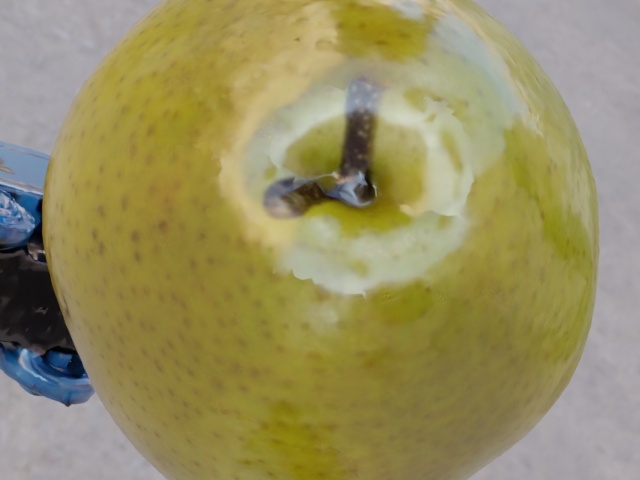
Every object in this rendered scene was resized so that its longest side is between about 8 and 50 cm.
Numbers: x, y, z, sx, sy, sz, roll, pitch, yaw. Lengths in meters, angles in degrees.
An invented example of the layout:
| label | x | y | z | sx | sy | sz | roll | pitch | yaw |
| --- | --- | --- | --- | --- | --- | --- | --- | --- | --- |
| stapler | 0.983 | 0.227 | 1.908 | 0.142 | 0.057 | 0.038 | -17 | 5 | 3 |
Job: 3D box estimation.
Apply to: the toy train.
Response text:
| label | x | y | z | sx | sy | sz | roll | pitch | yaw |
| --- | --- | --- | --- | --- | --- | --- | --- | --- | --- |
| toy train | -0.303 | 0.010 | 1.437 | 0.300 | 0.188 | 0.265 | 15 | 18 | -44 |

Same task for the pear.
| label | x | y | z | sx | sy | sz | roll | pitch | yaw |
| --- | --- | --- | --- | --- | --- | --- | --- | --- | --- |
| pear | 0.000 | 0.000 | 1.015 | 0.362 | 0.362 | 0.418 | 35 | -7 | -2 |
